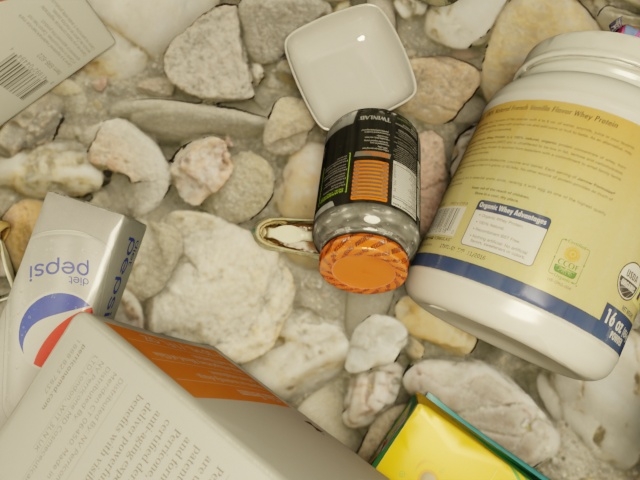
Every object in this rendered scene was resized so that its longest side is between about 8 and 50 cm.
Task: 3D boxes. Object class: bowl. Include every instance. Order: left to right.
[{"bbox_3d":[0.036,-0.212,0.676,0.142,0.053,0.142,-23,87,-4],"label":"bowl"}]

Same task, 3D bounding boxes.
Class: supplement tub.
[{"bbox_3d":[0.053,-0.044,0.595,0.116,0.117,0.191,10,56,-2],"label":"supplement tub"},{"bbox_3d":[0.254,-0.035,0.583,0.228,0.228,0.317,27,84,0],"label":"supplement tub"}]

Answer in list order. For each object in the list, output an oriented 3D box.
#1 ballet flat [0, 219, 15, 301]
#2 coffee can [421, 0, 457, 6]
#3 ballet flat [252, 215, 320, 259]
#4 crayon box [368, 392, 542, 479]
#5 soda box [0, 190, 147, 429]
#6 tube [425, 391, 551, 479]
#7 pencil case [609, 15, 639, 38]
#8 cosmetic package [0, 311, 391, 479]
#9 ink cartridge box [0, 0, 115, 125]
[{"bbox_3d":[-0.395,0.084,0.616,0.073,0.080,0.233,0,86,-18],"label":"ballet flat"},{"bbox_3d":[0.208,-0.448,0.633,0.275,0.201,0.202,-39,88,-5],"label":"coffee can"},{"bbox_3d":[0.000,0.000,0.654,0.168,0.052,0.057,2,87,-3],"label":"ballet flat"},{"bbox_3d":[0.133,0.407,0.564,0.313,0.106,0.363,34,88,9],"label":"crayon box"},{"bbox_3d":[-0.298,0.097,0.607,0.091,0.098,0.287,18,83,-2],"label":"soda box"},{"bbox_3d":[0.200,0.274,0.644,0.207,0.052,0.080,31,79,5],"label":"tube"},{"bbox_3d":[0.439,-0.180,0.631,0.236,0.104,0.105,23,84,10],"label":"pencil case"},{"bbox_3d":[-0.040,0.254,0.451,0.453,0.230,0.162,29,84,27],"label":"cosmetic package"},{"bbox_3d":[-0.450,-0.206,0.534,0.384,0.279,0.160,-40,87,-6],"label":"ink cartridge box"}]
